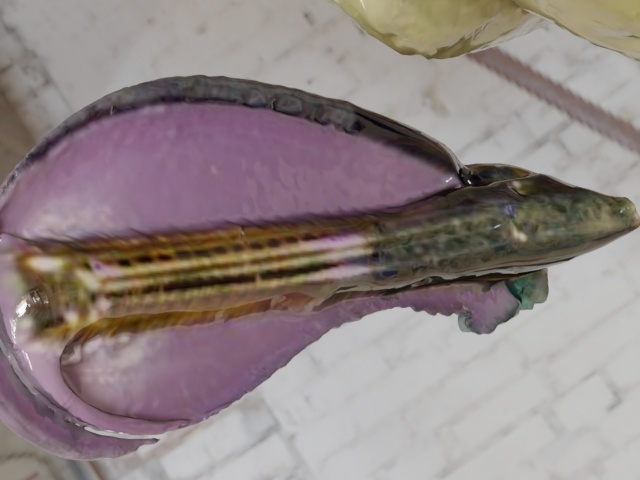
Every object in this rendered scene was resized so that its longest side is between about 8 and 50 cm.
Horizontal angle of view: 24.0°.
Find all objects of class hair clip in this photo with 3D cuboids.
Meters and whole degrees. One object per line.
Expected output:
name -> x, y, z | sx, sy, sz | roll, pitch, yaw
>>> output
hair clip -> 0.000, -0.002, 0.605 | 0.359, 0.095, 0.110 | -5, 116, -44

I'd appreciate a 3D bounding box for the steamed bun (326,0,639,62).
steamed bun -> 0.139, -0.190, 0.498 | 0.325, 0.230, 0.372 | 2, -144, 30
